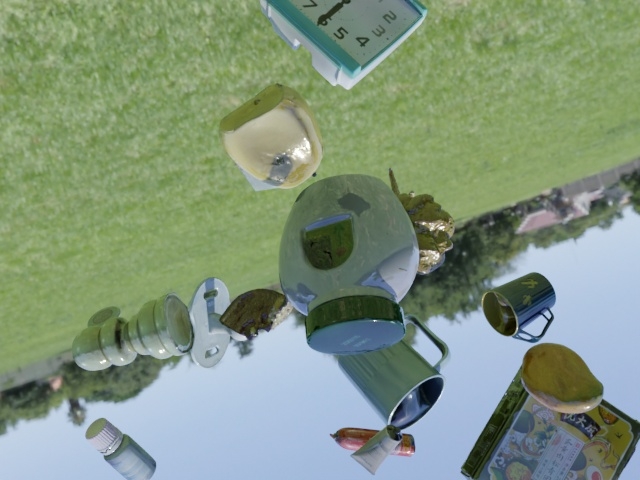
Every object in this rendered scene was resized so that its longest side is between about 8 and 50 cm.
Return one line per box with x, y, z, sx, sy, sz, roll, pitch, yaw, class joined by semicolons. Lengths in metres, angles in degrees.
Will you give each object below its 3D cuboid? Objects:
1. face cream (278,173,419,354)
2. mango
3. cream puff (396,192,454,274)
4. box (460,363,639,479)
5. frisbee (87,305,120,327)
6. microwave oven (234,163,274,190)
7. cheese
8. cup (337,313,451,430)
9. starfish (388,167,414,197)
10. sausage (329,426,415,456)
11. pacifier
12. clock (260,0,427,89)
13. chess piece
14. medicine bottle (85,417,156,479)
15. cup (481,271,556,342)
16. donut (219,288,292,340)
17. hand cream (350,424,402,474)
0.059;0.048;1.570;0.312;0.357;0.219;-16;151;18;face cream
0.425;0.250;1.293;0.115;0.089;0.165;-32;-144;6;mango
0.269;-0.021;2.108;0.244;0.244;0.196;-23;130;21;cream puff
0.677;0.614;2.125;0.420;0.372;0.138;-56;180;-6;box
-0.672;0.240;2.247;0.110;0.014;0.110;-15;-149;9;frisbee
-0.189;-0.278;2.477;0.162;0.129;0.205;-6;154;12;microwave oven
-0.118;-0.267;2.017;0.259;0.128;0.316;-25;137;13;cheese
0.257;0.439;2.533;0.256;0.311;0.331;10;117;-49;cup
0.282;-0.109;2.466;0.047;0.295;0.231;-7;179;-15;starfish
0.157;0.622;2.247;0.273;0.074;0.074;10;168;-17;sausage
-0.297;0.260;2.240;0.225;0.288;0.238;7;-173;29;pacifier
0.041;-0.458;1.463;0.231;0.262;0.116;-44;173;-17;clock
-0.400;0.206;1.510;0.243;0.133;0.133;-18;177;11;chess piece
-0.504;0.531;1.829;0.083;0.203;0.083;-24;-149;15;medicine bottle
0.533;0.176;1.886;0.155;0.177;0.131;-26;157;-24;cup
-0.170;0.200;2.054;0.187;0.144;0.126;-52;158;2;donut
0.163;0.574;2.004;0.186;0.087;0.054;-54;175;30;hand cream
